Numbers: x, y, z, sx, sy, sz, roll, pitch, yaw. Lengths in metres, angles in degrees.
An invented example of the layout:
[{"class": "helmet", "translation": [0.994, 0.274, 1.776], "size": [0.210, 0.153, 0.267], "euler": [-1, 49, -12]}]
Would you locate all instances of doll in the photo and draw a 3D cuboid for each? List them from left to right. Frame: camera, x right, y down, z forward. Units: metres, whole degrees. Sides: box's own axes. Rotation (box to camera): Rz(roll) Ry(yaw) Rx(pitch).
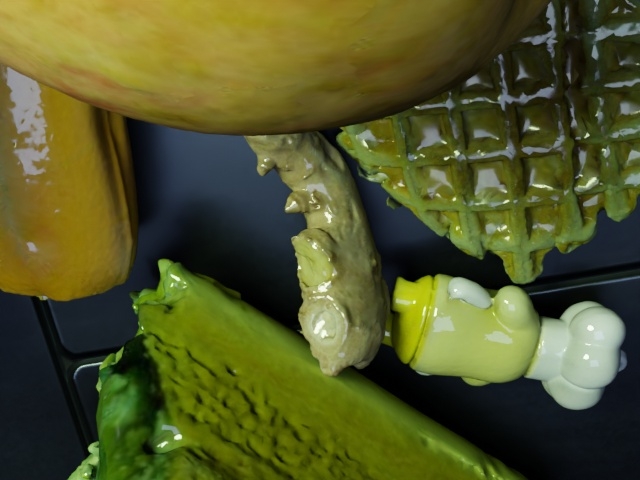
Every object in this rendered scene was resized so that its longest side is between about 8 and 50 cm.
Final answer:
[{"class": "doll", "translation": [0.121, 0.064, 0.769], "size": [0.163, 0.062, 0.106], "euler": [13, 144, -3]}]

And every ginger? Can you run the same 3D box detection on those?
[{"class": "ginger", "translation": [0.002, -0.002, 0.728], "size": [0.051, 0.069, 0.173], "euler": [-16, 96, 51]}]

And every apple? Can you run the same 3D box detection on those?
[{"class": "apple", "translation": [-0.030, -0.215, 0.473], "size": [0.364, 0.364, 0.363], "euler": [1, 115, 1]}]

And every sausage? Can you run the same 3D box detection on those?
[{"class": "sausage", "translation": [-0.174, -0.121, 0.676], "size": [0.112, 0.112, 0.328], "euler": [-4, 113, 3]}]

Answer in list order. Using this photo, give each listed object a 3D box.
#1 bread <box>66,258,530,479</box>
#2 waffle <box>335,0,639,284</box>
[{"class": "bread", "translation": [-0.005, 0.211, 0.750], "size": [0.377, 0.251, 0.208], "euler": [32, 134, -11]}, {"class": "waffle", "translation": [0.112, -0.087, 0.705], "size": [0.214, 0.054, 0.208], "euler": [35, 113, -10]}]
